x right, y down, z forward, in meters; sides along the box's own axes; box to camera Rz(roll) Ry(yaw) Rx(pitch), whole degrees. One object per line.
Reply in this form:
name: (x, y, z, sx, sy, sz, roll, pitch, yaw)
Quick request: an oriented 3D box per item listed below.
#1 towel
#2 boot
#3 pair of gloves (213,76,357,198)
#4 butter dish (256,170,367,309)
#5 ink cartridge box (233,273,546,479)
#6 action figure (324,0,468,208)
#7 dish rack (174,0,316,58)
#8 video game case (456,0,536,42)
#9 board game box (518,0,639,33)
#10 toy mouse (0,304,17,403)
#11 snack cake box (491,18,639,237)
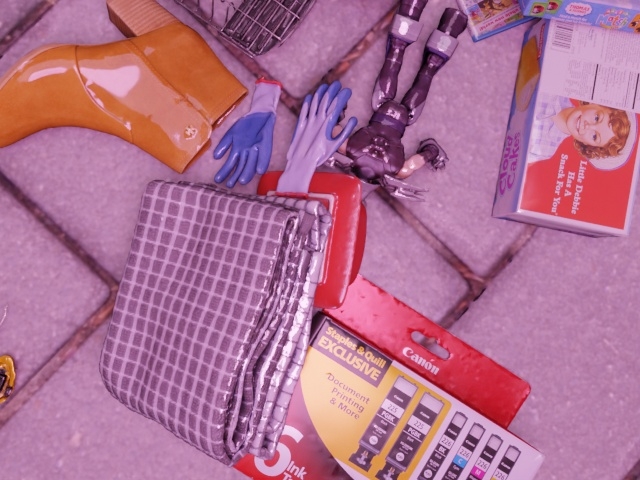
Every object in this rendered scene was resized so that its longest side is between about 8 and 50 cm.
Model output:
towel: (-0.124, 0.073, 0.726, 0.121, 0.235, 0.283, 17, 86, -49)
boot: (-0.251, -0.154, 0.795, 0.295, 0.104, 0.211, -44, 92, -8)
pair of gloves: (-0.047, -0.129, 0.796, 0.198, 0.023, 0.159, 12, 76, 36)
butter dish: (0.000, 0.000, 0.811, 0.160, 0.118, 0.159, 7, 88, 37)
ink cartridge box: (0.094, 0.225, 0.799, 0.309, 0.130, 0.271, 32, 85, -3)
action figure: (0.096, -0.168, 0.832, 0.185, 0.099, 0.285, 23, 90, -11)
dish rack: (-0.127, -0.369, 0.830, 0.272, 0.074, 0.208, 34, 87, -5)
video game case: (0.233, -0.369, 0.886, 0.119, 0.015, 0.166, -23, 90, -6)
board game box: (0.346, -0.333, 0.832, 0.212, 0.039, 0.160, 5, 51, -11)
toy mouse: (-0.445, 0.148, 0.805, 0.143, 0.031, 0.161, 17, 87, -4)
snack cake box: (0.334, -0.146, 0.851, 0.152, 0.089, 0.264, 11, 88, -6)
